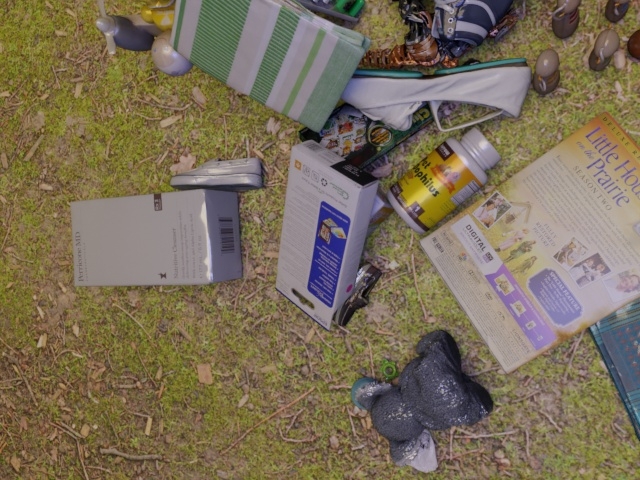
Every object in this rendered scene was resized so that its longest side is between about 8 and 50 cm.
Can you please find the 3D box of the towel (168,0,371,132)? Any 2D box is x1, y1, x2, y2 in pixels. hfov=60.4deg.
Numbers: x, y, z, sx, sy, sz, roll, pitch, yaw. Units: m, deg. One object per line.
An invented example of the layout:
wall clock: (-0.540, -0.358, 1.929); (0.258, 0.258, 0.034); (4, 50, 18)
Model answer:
towel: (-0.101, -0.339, 0.960); (0.324, 0.248, 0.038); (26, 58, -9)

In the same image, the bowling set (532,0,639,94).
bowling set: (0.501, -0.393, 0.965); (0.199, 0.154, 0.287); (13, 95, 21)

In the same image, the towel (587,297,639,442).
towel: (0.693, 0.187, 0.950); (0.370, 0.040, 0.271); (-26, 82, 19)

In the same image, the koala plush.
koala plush: (0.185, 0.310, 1.057); (0.221, 0.203, 0.196); (-35, 77, 18)

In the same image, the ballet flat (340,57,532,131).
ballet flat: (0.201, -0.272, 1.054); (0.400, 0.139, 0.139); (-3, 89, 3)

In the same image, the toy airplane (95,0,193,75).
toy airplane: (-0.270, -0.450, 1.149); (0.386, 0.384, 0.273); (-21, 52, 60)

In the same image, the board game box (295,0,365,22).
board game box: (-0.119, -0.611, 1.080); (0.050, 0.390, 0.390); (-44, 74, 32)

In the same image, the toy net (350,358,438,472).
toy net: (0.171, 0.370, 1.151); (0.122, 0.045, 0.232); (-36, 79, -13)

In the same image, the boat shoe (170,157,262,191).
boat shoe: (-0.243, -0.157, 1.299); (0.226, 0.083, 0.076); (1, 78, 10)

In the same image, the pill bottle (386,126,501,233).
pill bottle: (0.244, -0.120, 1.082); (0.215, 0.117, 0.117); (-41, 76, 16)

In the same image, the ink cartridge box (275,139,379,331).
ink cartridge box: (0.000, 0.000, 1.109); (0.175, 0.069, 0.371); (35, 132, 29)

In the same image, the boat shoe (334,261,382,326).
boat shoe: (0.081, 0.122, 1.175); (0.049, 0.056, 0.152); (29, 100, 24)

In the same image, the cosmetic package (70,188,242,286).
cosmetic package: (-0.390, -0.002, 1.304); (0.384, 0.156, 0.217); (-5, 90, 20)

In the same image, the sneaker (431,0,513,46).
sneaker: (0.203, -0.452, 0.960); (0.282, 0.099, 0.153); (27, 108, -13)

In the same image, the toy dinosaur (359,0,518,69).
toy dinosaur: (0.211, -0.424, 1.089); (0.321, 0.164, 0.218); (-18, 100, -1)

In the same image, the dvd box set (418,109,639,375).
dvd box set: (0.437, 0.009, 1.018); (0.420, 0.062, 0.308); (-38, 69, 17)

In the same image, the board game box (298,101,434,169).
board game box: (0.097, -0.233, 1.117); (0.259, 0.030, 0.136); (-34, 73, -15)

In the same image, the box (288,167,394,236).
box: (0.048, -0.109, 1.159); (0.103, 0.114, 0.203); (-44, 76, 16)
